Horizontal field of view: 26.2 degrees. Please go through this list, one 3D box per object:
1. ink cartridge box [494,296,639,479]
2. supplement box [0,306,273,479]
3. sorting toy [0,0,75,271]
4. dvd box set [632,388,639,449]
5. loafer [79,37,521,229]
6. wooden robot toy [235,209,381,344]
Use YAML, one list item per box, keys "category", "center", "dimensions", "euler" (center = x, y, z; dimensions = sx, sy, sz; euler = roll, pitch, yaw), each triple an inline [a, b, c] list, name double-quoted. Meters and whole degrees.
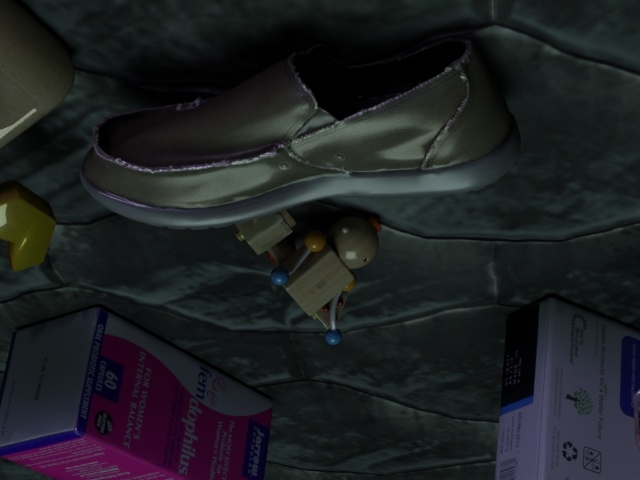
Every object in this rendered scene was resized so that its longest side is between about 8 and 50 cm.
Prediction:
- category: "ink cartridge box"
  center: [0.285, 0.173, 1.052]
  dimensions: [0.333, 0.165, 0.065]
  euler: [21, 149, -22]
- category: "supplement box"
  center: [-0.156, 0.158, 1.178]
  dimensions: [0.114, 0.111, 0.220]
  euler: [-17, 144, 35]
- category: "sorting toy"
  center: [-0.251, -0.052, 0.768]
  dimensions: [0.229, 0.041, 0.307]
  euler: [-38, 138, 8]
- category: "dvd box set"
  center: [0.455, 0.180, 0.913]
  dimensions: [0.308, 0.062, 0.420]
  euler: [-30, 120, 32]
- category: "loafer"
  center: [-0.017, -0.071, 0.773]
  dimensions: [0.251, 0.094, 0.087]
  euler: [-7, 125, 7]
- category: "wooden robot toy"
  center: [0.000, 0.000, 0.930]
  dimensions: [0.079, 0.076, 0.173]
  euler: [-35, 142, 2]
